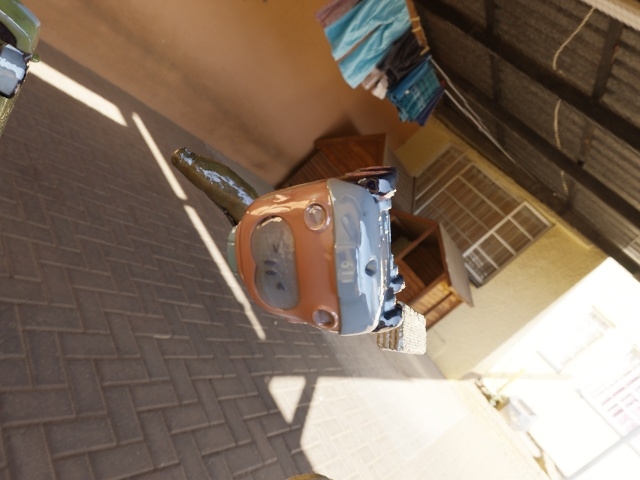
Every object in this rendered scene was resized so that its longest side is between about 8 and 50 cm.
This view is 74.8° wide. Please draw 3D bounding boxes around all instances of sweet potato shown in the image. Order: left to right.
[{"bbox_3d":[-0.183,-0.087,0.863,0.286,0.085,0.112,53,21,-32],"label":"sweet potato"}]

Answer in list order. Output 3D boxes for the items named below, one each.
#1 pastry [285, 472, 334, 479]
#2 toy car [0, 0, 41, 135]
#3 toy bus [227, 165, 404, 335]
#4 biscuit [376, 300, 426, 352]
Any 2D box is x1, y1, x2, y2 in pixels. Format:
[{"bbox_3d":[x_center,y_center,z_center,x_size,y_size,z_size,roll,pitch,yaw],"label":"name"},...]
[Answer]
[{"bbox_3d":[-0.029,0.503,0.782,0.156,0.156,0.092,43,22,-32],"label":"pastry"},{"bbox_3d":[-0.313,-0.125,0.347,0.101,0.256,0.124,26,41,-37],"label":"toy car"},{"bbox_3d":[0.000,0.000,0.581,0.288,0.232,0.194,-45,134,-71],"label":"toy bus"},{"bbox_3d":[0.260,0.274,1.288,0.426,0.078,0.144,38,55,-63],"label":"biscuit"}]
